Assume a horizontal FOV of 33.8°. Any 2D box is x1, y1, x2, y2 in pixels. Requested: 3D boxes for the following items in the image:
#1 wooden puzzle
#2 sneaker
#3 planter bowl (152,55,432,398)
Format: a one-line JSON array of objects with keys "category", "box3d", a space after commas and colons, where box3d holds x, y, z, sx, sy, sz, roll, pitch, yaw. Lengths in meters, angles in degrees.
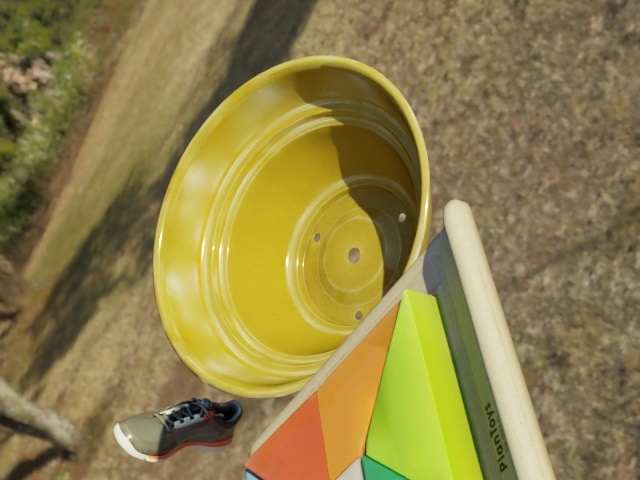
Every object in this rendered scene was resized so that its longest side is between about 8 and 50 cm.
[{"category": "wooden puzzle", "box3d": [0.020, 0.133, 0.452, 0.239, 0.044, 0.221, -57, 31, 39]}, {"category": "sneaker", "box3d": [-0.147, 0.189, 1.119, 0.061, 0.158, 0.065, 49, 119, 31]}, {"category": "planter bowl", "box3d": [0.000, 0.000, 0.676, 0.217, 0.090, 0.217, -15, 65, 35]}]
